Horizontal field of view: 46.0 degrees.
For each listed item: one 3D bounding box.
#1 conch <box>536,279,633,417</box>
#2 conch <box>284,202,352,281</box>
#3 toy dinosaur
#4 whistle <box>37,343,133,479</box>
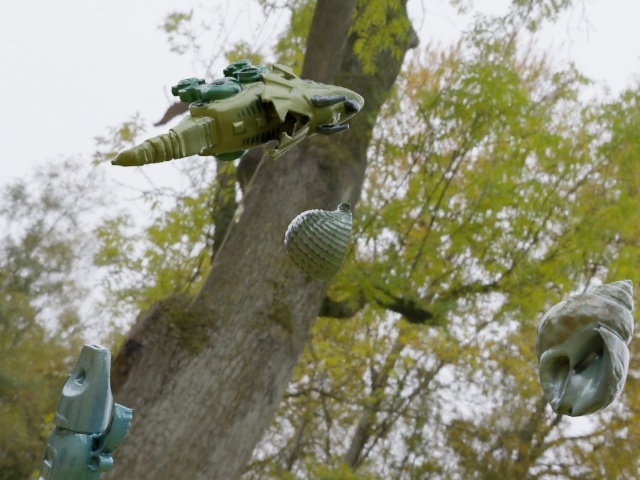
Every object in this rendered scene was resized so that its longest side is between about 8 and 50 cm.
[{"bbox_3d":[0.315,0.132,0.896,0.106,0.172,0.116,16,-43,-17],"label":"conch"},{"bbox_3d":[-0.004,0.000,0.745,0.057,0.076,0.085,5,-49,-19],"label":"conch"},{"bbox_3d":[-0.093,-0.116,0.735,0.153,0.259,0.094,25,-51,52],"label":"toy dinosaur"},{"bbox_3d":[-0.361,0.291,1.127,0.093,0.273,0.186,13,-2,-42],"label":"whistle"}]
